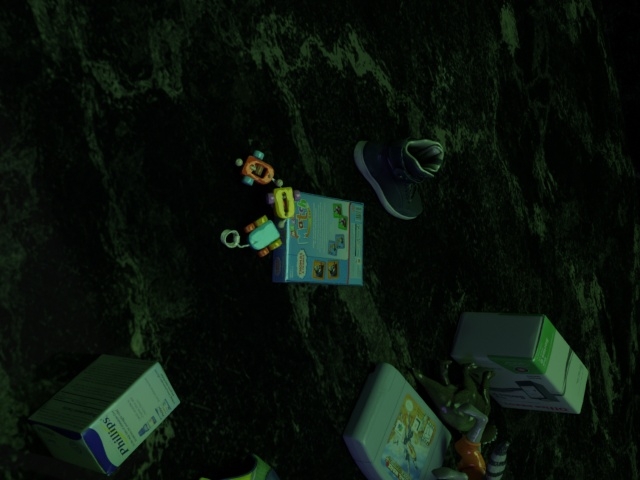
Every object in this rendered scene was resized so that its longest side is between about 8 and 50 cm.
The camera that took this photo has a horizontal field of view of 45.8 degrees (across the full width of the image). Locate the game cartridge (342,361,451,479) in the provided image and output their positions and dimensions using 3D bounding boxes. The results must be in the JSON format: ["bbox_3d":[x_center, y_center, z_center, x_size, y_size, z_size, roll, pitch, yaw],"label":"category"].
[{"bbox_3d":[0.161,0.408,1.527,0.297,0.062,0.198,51,48,-34],"label":"game cartridge"}]

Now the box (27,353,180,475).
[{"bbox_3d":[-0.278,0.220,0.977,0.137,0.126,0.072,-44,121,-41],"label":"box"}]

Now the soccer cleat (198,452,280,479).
[{"bbox_3d":[-0.176,0.428,1.132,0.289,0.093,0.121,-28,78,-42],"label":"soccer cleat"}]

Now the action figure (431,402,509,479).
[{"bbox_3d":[0.310,0.551,1.511,0.341,0.178,0.330,-69,147,-58],"label":"action figure"}]

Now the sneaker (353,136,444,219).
[{"bbox_3d":[0.188,-0.121,1.509,0.226,0.163,0.086,45,54,-39],"label":"sneaker"}]

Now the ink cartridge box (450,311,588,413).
[{"bbox_3d":[0.470,0.288,1.767,0.289,0.211,0.122,44,56,-38],"label":"ink cartridge box"}]

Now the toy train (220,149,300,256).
[{"bbox_3d":[-0.105,-0.057,1.260,0.125,0.046,0.166,21,81,-19],"label":"toy train"}]

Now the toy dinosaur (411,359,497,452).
[{"bbox_3d":[0.310,0.354,1.652,0.313,0.121,0.160,42,44,-44],"label":"toy dinosaur"}]

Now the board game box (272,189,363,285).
[{"bbox_3d":[0.000,0.000,1.376,0.211,0.039,0.160,7,82,-49],"label":"board game box"}]
